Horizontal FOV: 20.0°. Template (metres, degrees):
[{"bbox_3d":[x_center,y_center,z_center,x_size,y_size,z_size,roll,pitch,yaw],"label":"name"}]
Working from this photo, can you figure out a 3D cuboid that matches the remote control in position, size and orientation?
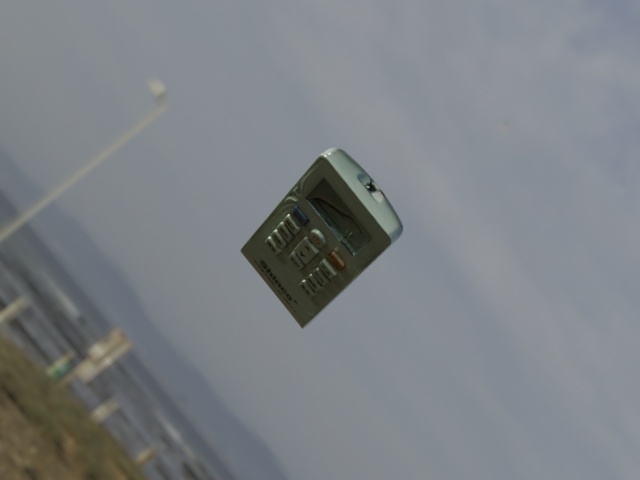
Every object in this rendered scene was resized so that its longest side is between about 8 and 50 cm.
[{"bbox_3d":[0.000,0.000,0.995,0.061,0.029,0.162,50,-28,3],"label":"remote control"}]
